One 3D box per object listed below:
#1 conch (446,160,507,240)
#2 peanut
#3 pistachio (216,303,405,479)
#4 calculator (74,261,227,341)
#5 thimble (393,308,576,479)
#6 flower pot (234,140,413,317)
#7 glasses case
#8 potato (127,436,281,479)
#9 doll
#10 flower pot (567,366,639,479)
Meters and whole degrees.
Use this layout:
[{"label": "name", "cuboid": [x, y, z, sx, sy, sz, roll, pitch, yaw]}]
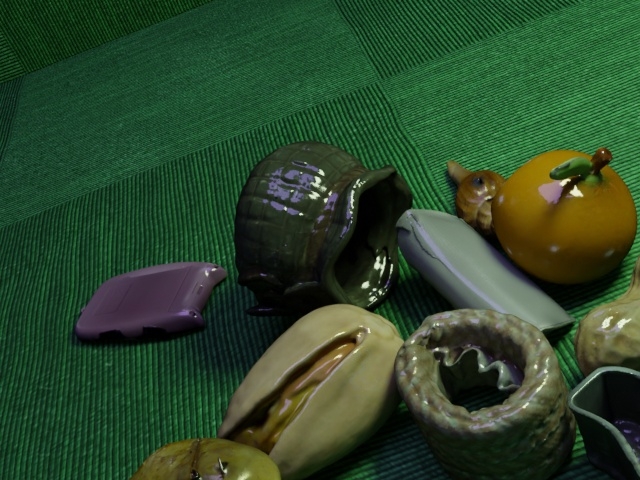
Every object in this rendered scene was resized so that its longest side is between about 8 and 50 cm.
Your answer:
[{"label": "conch", "cuboid": [0.272, -0.086, 1.588, 0.109, 0.093, 0.330, -27, 32, 5]}, {"label": "peanut", "cuboid": [0.446, 0.084, 1.213, 0.298, 0.136, 0.120, -38, 3, -21]}, {"label": "pistachio", "cuboid": [-0.004, 0.212, 1.277, 0.299, 0.187, 0.187, -40, 37, -14]}, {"label": "calculator", "cuboid": [-0.326, 0.110, 1.701, 0.294, 0.043, 0.194, -8, 37, 23]}, {"label": "thimble", "cuboid": [0.209, 0.203, 1.179, 0.229, 0.148, 0.196, 13, 49, 45]}, {"label": "flower pot", "cuboid": [0.000, 0.000, 1.468, 0.213, 0.302, 0.302, 14, 47, 26]}, {"label": "glasses case", "cuboid": [0.240, 0.062, 1.384, 0.128, 0.083, 0.308, -7, 39, -35]}, {"label": "potato", "cuboid": [-0.169, 0.334, 1.158, 0.300, 0.140, 0.173, -30, 24, 44]}, {"label": "doll", "cuboid": [0.371, -0.051, 1.346, 0.213, 0.236, 0.213, 7, 52, -9]}, {"label": "flower pot", "cuboid": [0.384, 0.249, 1.045, 0.103, 0.108, 0.229, -29, 33, -9]}]
